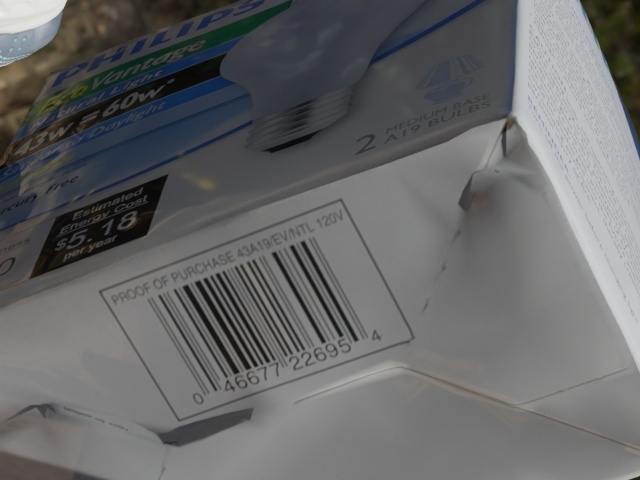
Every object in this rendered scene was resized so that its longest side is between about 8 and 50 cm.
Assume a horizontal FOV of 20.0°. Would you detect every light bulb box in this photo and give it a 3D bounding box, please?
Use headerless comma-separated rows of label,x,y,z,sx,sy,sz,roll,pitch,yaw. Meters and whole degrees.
light bulb box,0.000,0.000,1.065,0.361,0.358,0.225,-79,145,-61

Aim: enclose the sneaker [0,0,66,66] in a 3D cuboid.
sneaker,-0.223,-0.063,0.729,0.110,0.283,0.122,34,-55,30
